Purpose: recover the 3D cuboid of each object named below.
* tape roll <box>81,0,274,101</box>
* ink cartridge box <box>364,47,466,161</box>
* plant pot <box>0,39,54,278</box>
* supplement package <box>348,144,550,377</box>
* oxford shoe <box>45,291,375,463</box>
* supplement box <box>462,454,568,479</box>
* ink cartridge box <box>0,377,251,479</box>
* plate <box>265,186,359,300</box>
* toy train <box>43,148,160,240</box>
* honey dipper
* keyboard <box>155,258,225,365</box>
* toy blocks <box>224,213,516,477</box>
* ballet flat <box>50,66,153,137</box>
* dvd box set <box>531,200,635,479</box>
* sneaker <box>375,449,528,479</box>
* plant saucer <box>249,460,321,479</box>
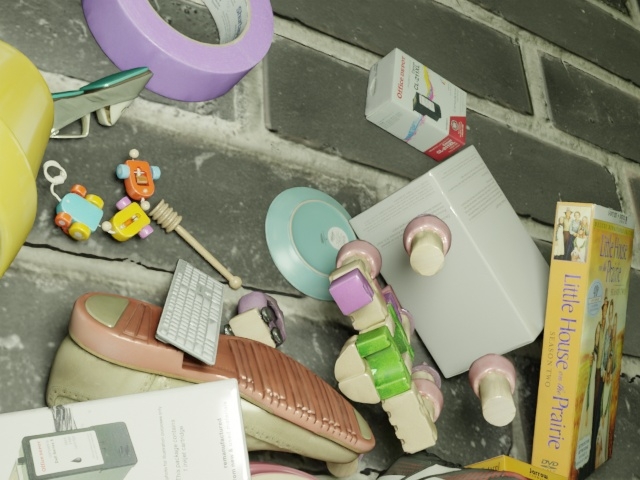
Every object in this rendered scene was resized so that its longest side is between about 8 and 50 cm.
[{"bbox_3d":[-0.206,-0.346,1.298,0.275,0.090,0.274,18,58,-32],"label":"tape roll"},{"bbox_3d":[0.173,-0.241,1.567,0.175,0.072,0.127,26,54,-28],"label":"ink cartridge box"},{"bbox_3d":[-0.399,-0.096,0.916,0.254,0.254,0.239,38,34,-18],"label":"plant pot"},{"bbox_3d":[0.218,0.032,1.379,0.292,0.175,0.177,58,37,1],"label":"supplement package"},{"bbox_3d":[-0.126,0.195,1.044,0.397,0.146,0.140,25,14,-15],"label":"oxford shoe"},{"bbox_3d":[0.225,0.417,1.184,0.129,0.191,0.194,25,53,-28],"label":"supplement box"},{"bbox_3d":[-0.206,0.224,0.848,0.273,0.198,0.114,-8,70,-6],"label":"ink cartridge box"},{"bbox_3d":[0.000,0.000,1.333,0.188,0.024,0.188,19,56,-31],"label":"plate"},{"bbox_3d":[-0.276,-0.053,1.120,0.166,0.046,0.125,-6,71,-44],"label":"toy train"},{"bbox_3d":[-0.165,0.008,1.190,0.161,0.030,0.030,44,47,-17],"label":"honey dipper"},{"bbox_3d":[-0.152,0.080,1.062,0.072,0.014,0.256,26,14,-11],"label":"keyboard"},{"bbox_3d":[0.082,0.134,1.234,0.288,0.309,0.260,64,12,-10],"label":"toy blocks"},{"bbox_3d":[-0.304,-0.175,1.155,0.213,0.072,0.068,-29,115,-44],"label":"ballet flat"},{"bbox_3d":[0.422,0.157,1.391,0.308,0.062,0.420,6,89,-60],"label":"dvd box set"},{"bbox_3d":[0.156,0.321,1.122,0.097,0.276,0.135,44,43,-19],"label":"sneaker"},{"bbox_3d":[-0.043,0.388,0.962,0.332,0.084,0.332,18,45,-18],"label":"plant saucer"}]
